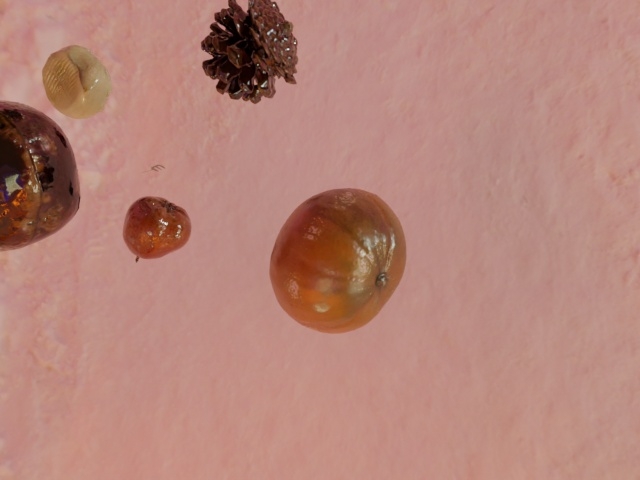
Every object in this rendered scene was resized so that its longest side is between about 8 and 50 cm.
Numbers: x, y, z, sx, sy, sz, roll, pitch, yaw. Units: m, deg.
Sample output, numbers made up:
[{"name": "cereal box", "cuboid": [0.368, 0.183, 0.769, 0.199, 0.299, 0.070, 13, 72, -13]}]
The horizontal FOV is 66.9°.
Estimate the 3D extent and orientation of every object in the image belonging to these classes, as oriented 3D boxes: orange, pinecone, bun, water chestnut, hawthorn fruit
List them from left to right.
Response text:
[{"name": "water chestnut", "cuboid": [-0.475, -0.092, 0.707, 0.223, 0.238, 0.224, 3, 103, 14]}, {"name": "bun", "cuboid": [-0.764, -0.504, 1.547, 0.229, 0.145, 0.230, 9, 110, 26]}, {"name": "hawthorn fruit", "cuboid": [-0.508, -0.021, 1.466, 0.196, 0.196, 0.226, 39, 104, 5]}, {"name": "pinecone", "cuboid": [-0.176, -0.460, 1.206, 0.263, 0.264, 0.265, 0, 82, 0]}, {"name": "orange", "cuboid": [0.036, 0.032, 0.757, 0.171, 0.240, 0.240, 19, 81, 39]}]

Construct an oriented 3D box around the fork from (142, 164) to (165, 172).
[{"name": "fork", "cuboid": [-0.647, -0.270, 1.835, 0.039, 0.235, 0.021, -29, 111, -33]}]
